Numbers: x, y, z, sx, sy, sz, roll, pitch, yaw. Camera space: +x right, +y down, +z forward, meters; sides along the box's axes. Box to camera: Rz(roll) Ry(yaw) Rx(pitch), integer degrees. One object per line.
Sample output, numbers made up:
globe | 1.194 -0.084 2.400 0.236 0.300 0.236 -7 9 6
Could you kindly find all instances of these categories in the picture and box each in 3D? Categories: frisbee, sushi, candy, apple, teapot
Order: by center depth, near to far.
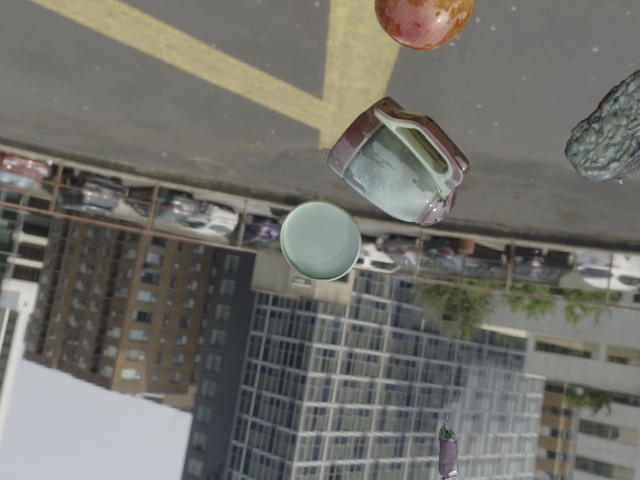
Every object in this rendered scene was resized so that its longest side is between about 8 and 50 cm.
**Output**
frisbee | 0.000 0.000 0.888 0.110 0.110 0.014 8 -164 14
apple | 0.158 -0.362 1.024 0.146 0.146 0.131 12 153 -20
sushi | 0.556 -0.199 1.214 0.127 0.124 0.225 -5 143 -38
candy | 0.278 0.468 1.481 0.043 0.175 0.045 -1 -174 -4
teapot | 0.214 -0.191 1.657 0.312 0.233 0.315 43 152 6
